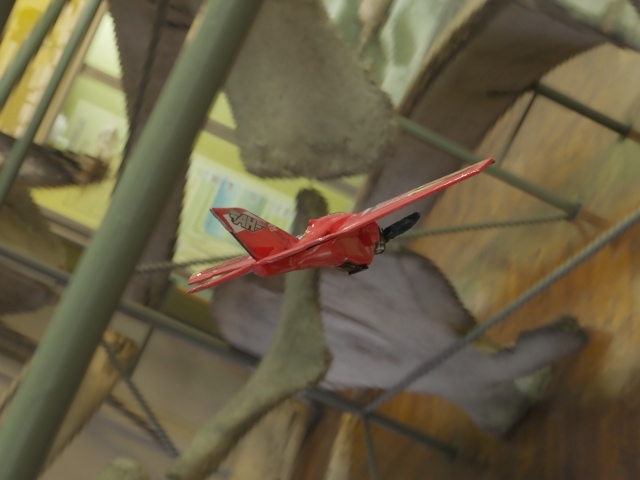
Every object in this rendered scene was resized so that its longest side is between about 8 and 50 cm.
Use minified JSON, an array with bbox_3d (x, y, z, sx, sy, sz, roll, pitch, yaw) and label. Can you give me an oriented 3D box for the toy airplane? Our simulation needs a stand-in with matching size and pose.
[{"bbox_3d":[0.000,0.000,0.505,0.151,0.151,0.028,139,115,-70],"label":"toy airplane"}]
